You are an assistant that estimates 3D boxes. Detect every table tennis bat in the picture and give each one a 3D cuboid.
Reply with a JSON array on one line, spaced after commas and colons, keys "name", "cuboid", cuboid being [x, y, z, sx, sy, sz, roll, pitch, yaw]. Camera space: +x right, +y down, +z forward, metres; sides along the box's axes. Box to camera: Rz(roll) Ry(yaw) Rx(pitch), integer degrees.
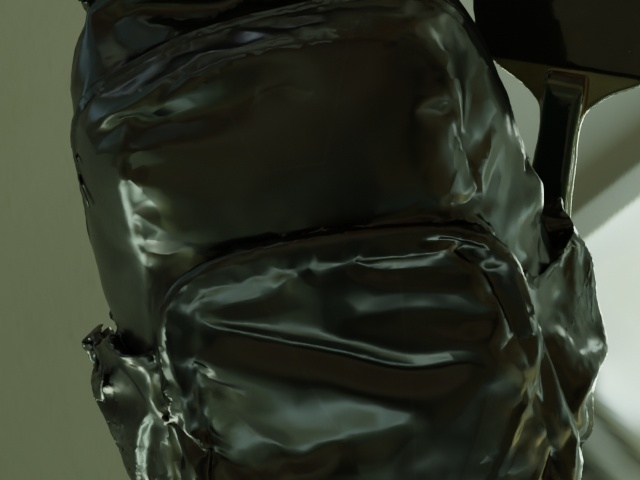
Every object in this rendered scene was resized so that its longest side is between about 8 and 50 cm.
[{"name": "table tennis bat", "cuboid": [0.177, -0.141, 1.333, 0.154, 0.021, 0.274, 11, -76, 14]}]

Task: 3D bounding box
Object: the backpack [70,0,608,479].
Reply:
[{"name": "backpack", "cuboid": [0.000, 0.000, 1.296, 0.363, 0.446, 0.255, -10, -152, 4]}]
